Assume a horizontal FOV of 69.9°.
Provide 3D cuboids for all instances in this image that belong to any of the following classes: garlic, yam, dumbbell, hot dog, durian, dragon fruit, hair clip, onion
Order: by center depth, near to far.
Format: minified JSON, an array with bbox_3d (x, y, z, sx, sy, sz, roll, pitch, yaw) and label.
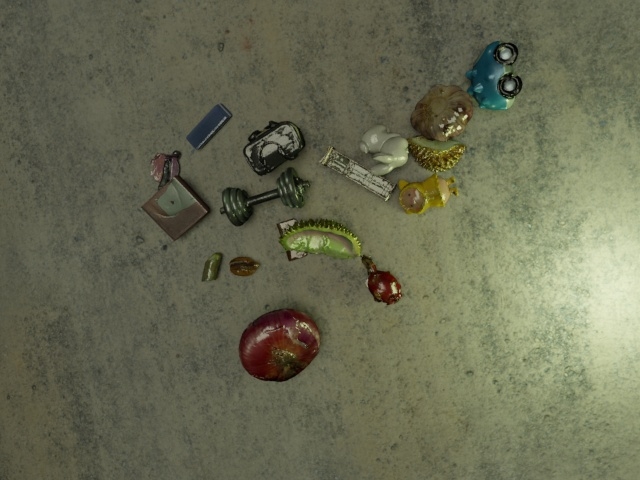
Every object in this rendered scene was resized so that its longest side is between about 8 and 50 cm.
[{"bbox_3d":[0.482,-0.491,1.798,0.245,0.160,0.244,-12,67,29],"label":"garlic"},{"bbox_3d":[0.462,-0.357,1.854,0.252,0.144,0.139,11,58,16],"label":"durian"},{"bbox_3d":[0.241,0.160,1.910,0.125,0.125,0.246,-33,79,17],"label":"dragon fruit"},{"bbox_3d":[-0.004,-0.009,1.912,0.356,0.157,0.169,3,98,2],"label":"durian"},{"bbox_3d":[-0.239,-0.182,1.936,0.406,0.179,0.179,-16,91,10],"label":"dumbbell"},{"bbox_3d":[-0.181,0.420,1.944,0.348,0.285,0.347,-11,124,-17],"label":"onion"},{"bbox_3d":[-0.339,0.118,2.033,0.140,0.060,0.089,6,99,6],"label":"hot dog"},{"bbox_3d":[-0.491,0.122,2.055,0.070,0.070,0.146,14,97,9],"label":"yam"},{"bbox_3d":[-0.706,-0.313,2.081,0.146,0.056,0.187,2,85,11],"label":"hair clip"}]

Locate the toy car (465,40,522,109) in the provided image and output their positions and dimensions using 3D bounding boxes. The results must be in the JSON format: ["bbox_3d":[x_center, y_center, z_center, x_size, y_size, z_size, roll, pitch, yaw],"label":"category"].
[{"bbox_3d":[0.654,-0.619,1.746,0.190,0.188,0.255,-6,95,17],"label":"toy car"}]

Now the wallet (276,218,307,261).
[{"bbox_3d":[-0.124,-0.003,2.004,0.095,0.026,0.176,-17,91,8],"label":"wallet"}]

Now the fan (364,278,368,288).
[{"bbox_3d":[0.232,0.187,1.964,0.080,0.003,0.060,-17,91,11],"label":"fan"}]

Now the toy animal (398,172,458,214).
[{"bbox_3d":[0.431,-0.191,1.842,0.230,0.156,0.156,-12,92,20],"label":"toy animal"}]

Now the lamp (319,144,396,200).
[{"bbox_3d":[0.159,-0.278,1.904,0.325,0.089,0.090,30,99,6],"label":"lamp"}]

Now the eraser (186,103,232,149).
[{"bbox_3d":[-0.495,-0.505,2.031,0.225,0.036,0.082,-44,86,10],"label":"eraser"}]

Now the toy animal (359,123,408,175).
[{"bbox_3d":[0.249,-0.366,1.833,0.179,0.127,0.193,-21,63,-18],"label":"toy animal"}]

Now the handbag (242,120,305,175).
[{"bbox_3d":[-0.193,-0.393,1.902,0.255,0.181,0.181,-30,100,10],"label":"handbag"}]

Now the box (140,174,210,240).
[{"bbox_3d":[-0.635,-0.145,2.030,0.215,0.086,0.215,-39,103,11],"label":"box"}]
